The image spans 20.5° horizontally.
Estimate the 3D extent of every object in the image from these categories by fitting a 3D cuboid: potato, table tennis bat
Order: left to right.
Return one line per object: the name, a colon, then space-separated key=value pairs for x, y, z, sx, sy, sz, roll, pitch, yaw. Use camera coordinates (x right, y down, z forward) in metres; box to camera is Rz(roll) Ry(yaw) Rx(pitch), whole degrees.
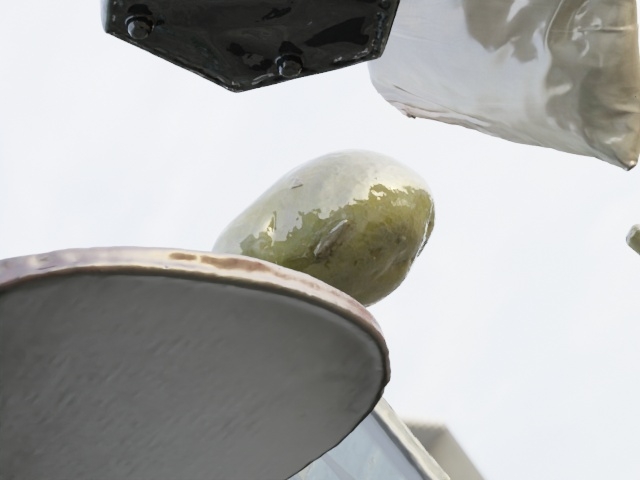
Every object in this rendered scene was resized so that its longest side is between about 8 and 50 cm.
table tennis bat: x=-0.111 y=0.050 z=0.544 sx=0.301 sy=0.022 sz=0.173 roll=11 pitch=-41 yaw=-38
potato: x=0.000 y=0.000 z=1.696 sx=0.235 sy=0.160 sz=0.178 roll=-26 pitch=-31 yaw=-19

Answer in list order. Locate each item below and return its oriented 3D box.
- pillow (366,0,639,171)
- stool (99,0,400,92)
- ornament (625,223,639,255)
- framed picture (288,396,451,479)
pillow: x=0.136 y=-0.162 z=1.356 sx=0.067 sy=0.270 sz=0.173 roll=-14 pitch=-67 yaw=-44
stool: x=-0.047 y=-0.215 z=1.218 sx=0.232 sy=0.141 sz=0.232 roll=1 pitch=-32 yaw=1
ornament: x=0.361 y=0.030 z=1.363 sx=0.230 sy=0.245 sz=0.061 roll=-45 pitch=-13 yaw=-54
framed picture: x=0.052 y=0.212 z=0.820 sx=0.016 sy=0.347 sz=0.265 roll=-26 pitch=-27 yaw=-31
